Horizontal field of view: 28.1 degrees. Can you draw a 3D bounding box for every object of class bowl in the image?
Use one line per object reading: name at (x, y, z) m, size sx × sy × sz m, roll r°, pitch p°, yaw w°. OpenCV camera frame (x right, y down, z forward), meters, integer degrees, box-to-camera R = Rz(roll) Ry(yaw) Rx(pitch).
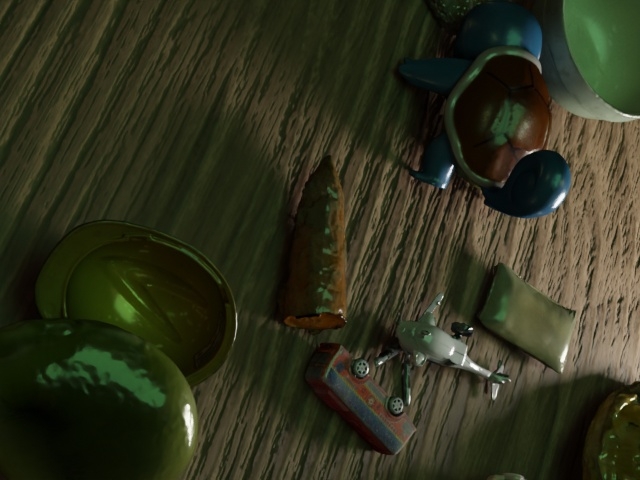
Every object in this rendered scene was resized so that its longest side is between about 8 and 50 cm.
bowl at (0.481, -0.351, 2.263) m, size 0.307 × 0.163 × 0.307 m, roll 8°, pitch 77°, yaw -37°

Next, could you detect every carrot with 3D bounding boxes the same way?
carrot at (0.000, 0.000, 1.850) m, size 0.102 × 0.102 × 0.263 m, roll 16°, pitch 71°, yaw -36°

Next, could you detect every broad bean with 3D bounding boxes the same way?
broad bean at (-0.286, 0.208, 1.527) m, size 0.291 × 0.119 × 0.238 m, roll 31°, pitch 96°, yaw -18°

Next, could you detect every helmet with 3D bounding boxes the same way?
helmet at (-0.229, 0.068, 1.619) m, size 0.257 × 0.140 × 0.205 m, roll 35°, pitch 98°, yaw -15°

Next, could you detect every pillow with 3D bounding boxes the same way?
pillow at (0.350, 0.132, 2.135) m, size 0.208 × 0.053 × 0.119 m, roll 31°, pitch 61°, yaw -27°

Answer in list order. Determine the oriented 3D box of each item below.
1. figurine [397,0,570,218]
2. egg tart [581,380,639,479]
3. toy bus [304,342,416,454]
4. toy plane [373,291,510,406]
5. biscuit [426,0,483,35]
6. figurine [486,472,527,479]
figurine at (0.267, -0.185, 2.051) m, size 0.298 × 0.243 × 0.416 m, roll 14°, pitch 52°, yaw -27°
egg tart at (0.618, 0.451, 2.187) m, size 0.443 × 0.178 × 0.443 m, roll 23°, pitch 57°, yaw -41°
toy bus at (0.059, 0.233, 1.872) m, size 0.192 × 0.065 × 0.077 m, roll 47°, pitch 63°, yaw -22°
toy plane at (0.206, 0.190, 1.975) m, size 0.273 × 0.107 × 0.182 m, roll 46°, pitch 61°, yaw -28°
biscuit at (0.194, -0.467, 2.132) m, size 0.290 × 0.038 × 0.141 m, roll 50°, pitch 55°, yaw -23°
figurine at (0.313, 0.443, 1.987) m, size 0.237 × 0.141 × 0.162 m, roll 7°, pitch 72°, yaw -38°
